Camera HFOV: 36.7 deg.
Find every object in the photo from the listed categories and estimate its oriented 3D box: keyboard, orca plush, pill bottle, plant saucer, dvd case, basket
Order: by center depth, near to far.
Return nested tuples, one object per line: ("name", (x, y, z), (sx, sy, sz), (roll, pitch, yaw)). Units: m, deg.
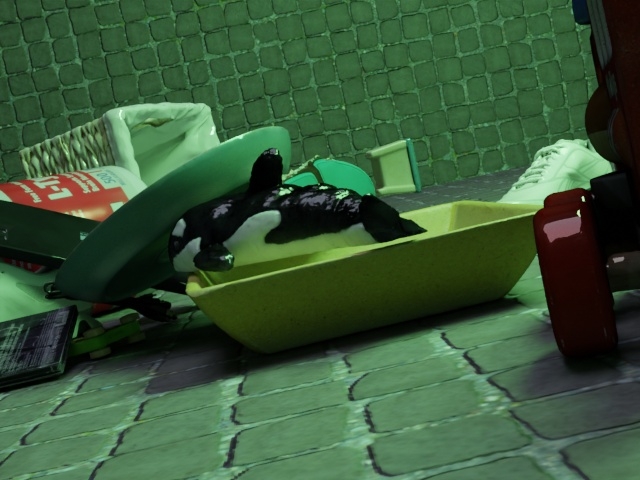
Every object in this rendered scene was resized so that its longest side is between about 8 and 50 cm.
("orca plush", (-0.045, -0.034, 0.893), (0.151, 0.102, 0.287), (-16, 6, -35))
("plant saucer", (0.037, 0.034, 0.979), (0.333, 0.081, 0.333), (-13, 5, -6))
("dvd case", (-0.379, 0.131, 1.041), (0.221, 0.018, 0.164), (-13, 19, -4))
("plant saucer", (-0.155, -0.018, 1.107), (0.318, 0.043, 0.317), (-35, -6, -4))
("keyboard", (-0.288, 0.034, 1.252), (0.317, 0.033, 0.201), (13, 28, -21))
("pill bottle", (-0.451, 0.027, 1.428), (0.408, 0.229, 0.229), (-16, 6, -44))
("basket", (-0.351, -0.072, 1.868), (0.267, 0.331, 0.328), (-16, 2, 26))

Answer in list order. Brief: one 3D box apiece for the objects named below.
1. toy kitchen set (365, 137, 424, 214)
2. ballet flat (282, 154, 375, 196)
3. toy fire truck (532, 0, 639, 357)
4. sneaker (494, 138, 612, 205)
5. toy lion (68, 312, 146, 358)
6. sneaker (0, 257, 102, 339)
("toy kitchen set", (0.129, -0.073, 1.507), (0.122, 0.166, 0.207), (-13, 5, -9))
("ballet flat", (-0.021, -0.046, 1.111), (0.077, 0.091, 0.241), (-26, -5, 30))
("toy fire truck", (0.226, -0.071, 0.659), (0.169, 0.253, 0.302), (-11, 5, 16))
("sneaker", (0.324, -0.078, 1.373), (0.110, 0.118, 0.292), (-5, 10, 45))
("toy lion", (-0.257, 0.115, 1.105), (0.096, 0.034, 0.100), (-18, 2, 29))
("sneaker", (-0.449, 0.089, 1.220), (0.331, 0.146, 0.122), (-18, 8, -40))
